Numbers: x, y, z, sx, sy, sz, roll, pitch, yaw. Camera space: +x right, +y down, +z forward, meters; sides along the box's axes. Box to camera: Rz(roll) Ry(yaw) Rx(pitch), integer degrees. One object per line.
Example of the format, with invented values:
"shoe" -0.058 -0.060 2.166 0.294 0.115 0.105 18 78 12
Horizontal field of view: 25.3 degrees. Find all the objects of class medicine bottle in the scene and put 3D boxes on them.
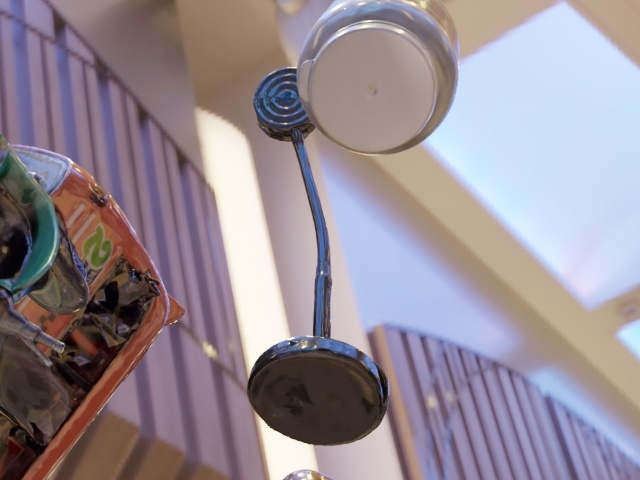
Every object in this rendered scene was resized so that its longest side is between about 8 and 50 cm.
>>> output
"medicine bottle" 0.041 -0.118 0.968 0.107 0.191 0.107 2 -74 6

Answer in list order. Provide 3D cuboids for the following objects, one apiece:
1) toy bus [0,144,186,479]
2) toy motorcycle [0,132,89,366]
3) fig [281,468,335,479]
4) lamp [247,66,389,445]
"toy bus" -0.326 0.130 1.269 0.427 0.203 0.233 -52 -58 -14
"toy motorcycle" -0.170 -0.016 0.667 0.058 0.100 0.173 -29 -62 19
"fig" -0.001 0.429 2.094 0.149 0.202 0.148 1 -64 -60
"lamp" -0.010 -0.015 1.214 0.130 0.371 0.108 -8 -29 14
